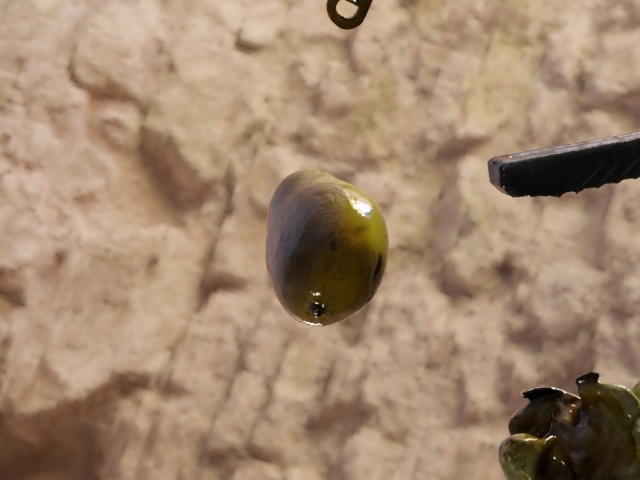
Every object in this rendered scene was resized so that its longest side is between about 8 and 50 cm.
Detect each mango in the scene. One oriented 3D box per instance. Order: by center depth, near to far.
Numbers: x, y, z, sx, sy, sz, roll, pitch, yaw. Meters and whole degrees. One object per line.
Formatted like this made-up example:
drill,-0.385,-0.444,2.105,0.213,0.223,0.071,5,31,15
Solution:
mango,0.000,0.000,1.186,0.103,0.076,0.161,-64,-156,19

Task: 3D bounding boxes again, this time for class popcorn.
popcorn,0.216,0.164,1.108,0.195,0.168,0.173,57,23,-63

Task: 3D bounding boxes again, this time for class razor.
razor,0.161,-0.041,0.686,0.066,0.190,0.033,-144,-131,-72

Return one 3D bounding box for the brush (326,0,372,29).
brush,0.058,-0.259,1.216,0.218,0.082,0.010,-64,-161,13
